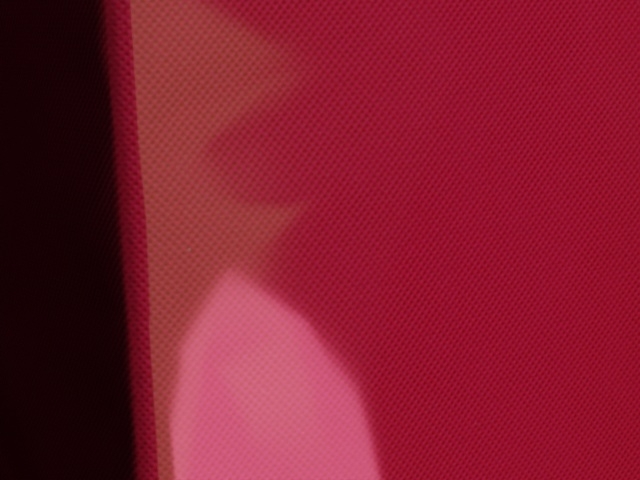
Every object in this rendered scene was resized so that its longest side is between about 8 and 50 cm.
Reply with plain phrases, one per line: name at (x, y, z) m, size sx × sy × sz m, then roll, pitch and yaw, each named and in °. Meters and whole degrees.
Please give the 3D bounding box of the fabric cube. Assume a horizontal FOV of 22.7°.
fabric cube at (0.000, 0.000, 0.532) m, size 0.254 × 0.259 × 0.258 m, roll -9°, pitch 101°, yaw -30°
